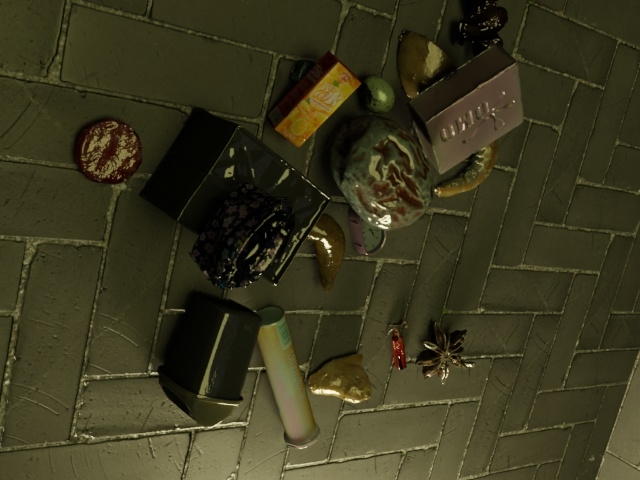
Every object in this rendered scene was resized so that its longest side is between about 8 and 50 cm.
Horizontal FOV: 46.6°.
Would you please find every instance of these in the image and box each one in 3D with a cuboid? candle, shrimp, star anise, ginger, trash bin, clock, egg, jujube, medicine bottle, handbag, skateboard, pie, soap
[{"bbox_3d":[0.238,0.333,2.322,0.053,0.048,0.162,-51,138,-49],"label":"candle"},{"bbox_3d":[0.451,-0.243,2.252,0.185,0.068,0.287,27,100,-36],"label":"shrimp"},{"bbox_3d":[0.404,0.370,2.425,0.209,0.089,0.231,-39,121,-4],"label":"star anise"},{"bbox_3d":[0.061,0.427,2.178,0.193,0.122,0.115,-12,134,-27],"label":"ginger"},{"bbox_3d":[-0.272,0.288,1.814,0.182,0.210,0.290,19,90,-38],"label":"trash bin"},{"bbox_3d":[0.142,-0.038,2.094,0.110,0.050,0.152,-27,122,-27],"label":"clock"},{"bbox_3d":[0.148,-0.382,1.943,0.085,0.085,0.110,-45,126,-14],"label":"egg"},{"bbox_3d":[0.170,-0.171,1.937,0.308,0.215,0.246,39,62,-34],"label":"jujube"},{"bbox_3d":[-0.094,0.377,2.048,0.108,0.108,0.425,-27,120,-26],"label":"medicine bottle"},{"bbox_3d":[-0.152,-0.005,1.519,0.127,0.208,0.228,38,87,-35],"label":"handbag"},{"bbox_3d":[0.246,0.228,2.292,0.064,0.032,0.083,5,107,-27],"label":"skateboard"},{"bbox_3d":[-0.454,-0.188,1.598,0.155,0.036,0.154,-14,115,-32],"label":"pie"},{"bbox_3d":[0.402,-0.352,2.034,0.296,0.107,0.285,-33,150,3],"label":"soap"}]

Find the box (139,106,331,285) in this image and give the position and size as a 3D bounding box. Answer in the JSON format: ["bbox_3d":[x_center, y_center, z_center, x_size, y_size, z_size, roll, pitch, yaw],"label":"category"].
[{"bbox_3d":[-0.190,-0.097,1.722,0.345,0.204,0.251,36,86,-39],"label":"box"}]

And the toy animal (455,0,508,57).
[{"bbox_3d":[0.460,-0.615,2.099,0.179,0.116,0.218,-49,130,-49],"label":"toy animal"}]

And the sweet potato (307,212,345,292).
[{"bbox_3d":[0.002,-0.003,1.975,0.124,0.098,0.310,-28,127,0],"label":"sweet potato"}]

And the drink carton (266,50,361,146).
[{"bbox_3d":[-0.017,-0.339,1.793,0.223,0.071,0.096,-45,132,15],"label":"drink carton"}]

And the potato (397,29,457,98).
[{"bbox_3d":[0.292,-0.448,2.022,0.243,0.098,0.138,32,89,-39],"label":"potato"}]

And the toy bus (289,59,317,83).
[{"bbox_3d":[0.003,-0.401,1.853,0.166,0.047,0.065,10,98,-40],"label":"toy bus"}]
